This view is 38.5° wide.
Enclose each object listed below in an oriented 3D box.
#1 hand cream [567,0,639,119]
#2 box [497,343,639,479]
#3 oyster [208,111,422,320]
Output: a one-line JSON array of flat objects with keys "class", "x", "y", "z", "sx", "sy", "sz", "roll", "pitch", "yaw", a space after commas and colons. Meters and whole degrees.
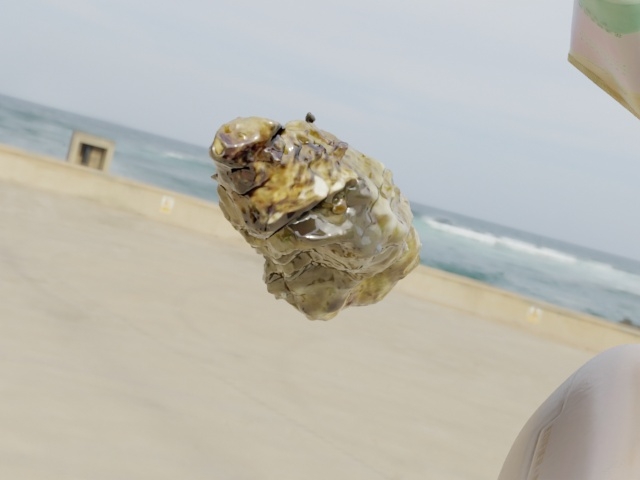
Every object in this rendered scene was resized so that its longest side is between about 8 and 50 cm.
[{"class": "hand cream", "x": 0.164, "y": -0.119, "z": 0.497, "sx": 0.076, "sy": 0.047, "sz": 0.174, "roll": 48, "pitch": -2, "yaw": 23}, {"class": "box", "x": 0.138, "y": 0.138, "z": 0.449, "sx": 0.088, "sy": 0.146, "sz": 0.200, "roll": 35, "pitch": 38, "yaw": 0}, {"class": "oyster", "x": 0.003, "y": -0.001, "z": 0.641, "sx": 0.078, "sy": 0.129, "sz": 0.345, "roll": 64, "pitch": 7, "yaw": 21}]
